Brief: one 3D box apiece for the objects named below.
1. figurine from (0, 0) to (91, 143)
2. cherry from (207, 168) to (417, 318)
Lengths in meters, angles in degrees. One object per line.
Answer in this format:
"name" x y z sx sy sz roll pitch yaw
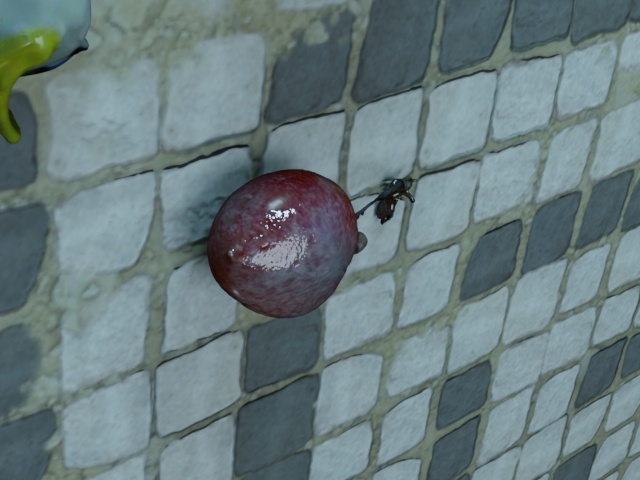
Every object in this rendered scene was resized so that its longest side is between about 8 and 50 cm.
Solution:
"figurine" -0.190 -0.084 0.512 0.338 0.204 0.283 -29 111 -46
"cherry" 0.000 0.000 0.852 0.225 0.090 0.107 -5 110 -54
